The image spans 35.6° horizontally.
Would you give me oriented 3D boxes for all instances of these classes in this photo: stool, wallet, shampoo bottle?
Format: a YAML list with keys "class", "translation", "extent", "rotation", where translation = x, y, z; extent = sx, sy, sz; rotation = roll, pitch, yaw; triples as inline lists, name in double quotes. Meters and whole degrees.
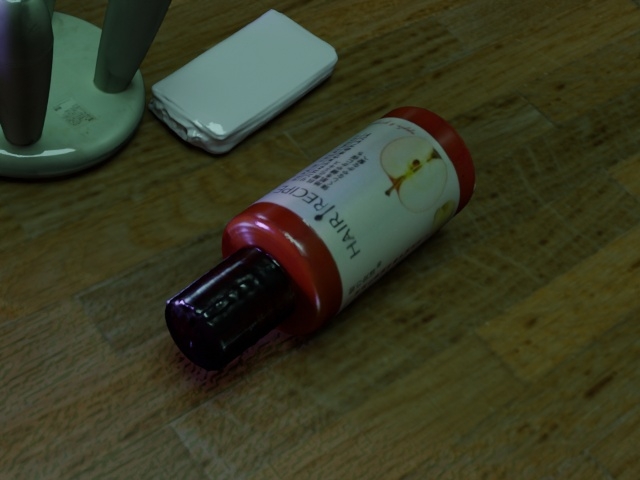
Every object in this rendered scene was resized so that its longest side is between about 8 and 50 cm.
- class: "stool"
  translation: [-0.230, -0.178, 0.780]
  extent: [0.195, 0.199, 0.195]
  rotation: [39, 54, 15]
- class: "wallet"
  translation: [-0.068, -0.145, 0.906]
  extent: [0.095, 0.033, 0.190]
  rotation: [34, 50, 15]
- class: "shampoo bottle"
  translation: [0.000, 0.000, 0.758]
  extent: [0.104, 0.104, 0.278]
  rotation: [40, 53, 17]
